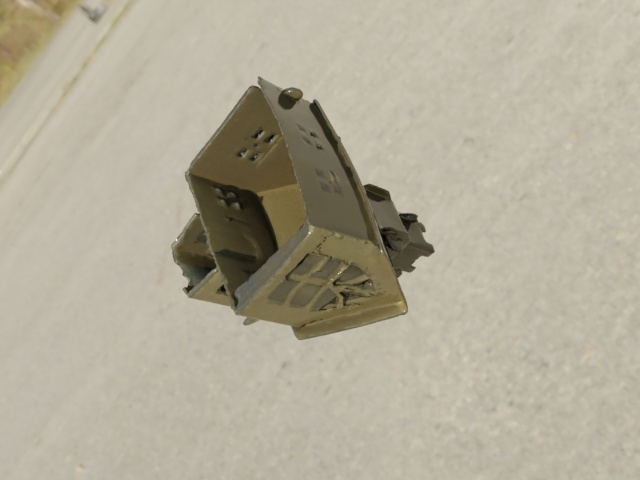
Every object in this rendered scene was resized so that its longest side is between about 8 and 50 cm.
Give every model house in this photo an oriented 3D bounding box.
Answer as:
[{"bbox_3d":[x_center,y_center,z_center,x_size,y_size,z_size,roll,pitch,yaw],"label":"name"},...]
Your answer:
[{"bbox_3d":[0.000,0.000,1.165,0.204,0.243,0.211,-46,48,30],"label":"model house"}]
